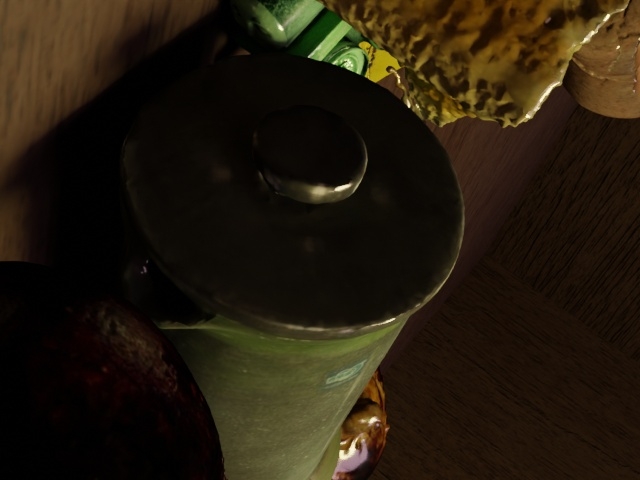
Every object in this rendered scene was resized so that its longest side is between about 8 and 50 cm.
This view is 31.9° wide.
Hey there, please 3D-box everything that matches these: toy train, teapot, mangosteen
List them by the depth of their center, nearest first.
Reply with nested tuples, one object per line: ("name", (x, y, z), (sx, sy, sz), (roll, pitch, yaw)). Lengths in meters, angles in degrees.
("mangosteen", (-0.147, 0.127, 0.476), (0.211, 0.211, 0.250), (-59, -172, 25))
("toy train", (0.042, -0.193, 0.678), (0.251, 0.085, 0.119), (-48, 151, -9))
("teapot", (-0.022, 0.032, 0.703), (0.270, 0.200, 0.337), (-30, 160, -31))

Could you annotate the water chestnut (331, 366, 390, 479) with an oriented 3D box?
("water chestnut", (-0.051, 0.146, 1.068), (0.224, 0.238, 0.223), (-13, 116, -29))

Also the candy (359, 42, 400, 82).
("candy", (0.129, -0.234, 0.908), (0.297, 0.081, 0.187), (-35, 162, -26))

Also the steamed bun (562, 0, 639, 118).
("steamed bun", (0.365, -0.323, 1.335), (0.301, 0.199, 0.251), (-61, 152, -6))

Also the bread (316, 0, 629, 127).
("bread", (0.076, -0.144, 0.650), (0.140, 0.169, 0.160), (-53, 176, 2))
